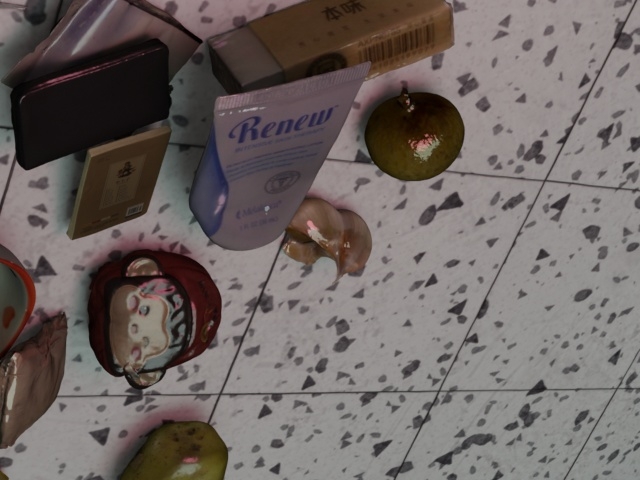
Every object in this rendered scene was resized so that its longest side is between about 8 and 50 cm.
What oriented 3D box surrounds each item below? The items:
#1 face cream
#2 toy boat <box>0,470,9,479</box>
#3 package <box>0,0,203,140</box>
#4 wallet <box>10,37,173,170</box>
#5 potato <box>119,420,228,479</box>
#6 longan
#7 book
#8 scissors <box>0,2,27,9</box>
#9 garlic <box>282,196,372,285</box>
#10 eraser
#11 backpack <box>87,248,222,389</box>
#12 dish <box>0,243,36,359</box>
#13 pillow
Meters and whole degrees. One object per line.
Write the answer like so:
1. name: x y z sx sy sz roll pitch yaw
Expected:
1. face cream: -0.084 -0.119 1.977 0.235 0.137 0.420 -15 156 -23
2. toy boat: -0.597 0.403 2.229 0.172 0.065 0.066 8 140 -33
3. package: -0.301 -0.256 1.883 0.204 0.062 0.251 -47 147 10
4. wallet: -0.310 -0.192 1.855 0.250 0.044 0.149 -25 144 -26
5. potato: -0.265 0.423 2.382 0.197 0.148 0.228 -28 145 -40
6. longan: 0.149 -0.175 2.152 0.155 0.145 0.176 -36 143 -22
7. book: -0.298 -0.084 1.986 0.138 0.016 0.198 -21 153 -33
8. scissors: -0.430 -0.312 1.787 0.083 0.006 0.036 -1 124 -31
9. garlic: 0.010 -0.005 2.247 0.174 0.099 0.124 34 89 -43
10. eraser: 0.017 -0.293 1.979 0.343 0.144 0.078 -23 135 -15
11. backpack: -0.262 0.116 2.152 0.229 0.139 0.229 -8 110 -23
12. dish: -0.551 0.078 1.951 0.256 0.117 0.256 -16 132 -19
13. pillow: -0.442 0.210 2.057 0.067 0.270 0.173 14 104 3
